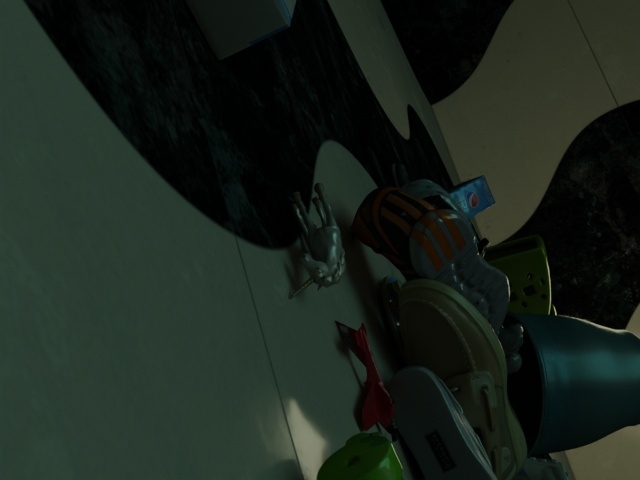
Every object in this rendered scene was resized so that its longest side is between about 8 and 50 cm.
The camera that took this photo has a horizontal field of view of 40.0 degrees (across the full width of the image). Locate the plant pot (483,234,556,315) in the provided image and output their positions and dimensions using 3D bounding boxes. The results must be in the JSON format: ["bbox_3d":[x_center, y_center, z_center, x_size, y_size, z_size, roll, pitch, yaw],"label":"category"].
[{"bbox_3d":[0.417,0.124,1.994,0.227,0.228,0.207,-38,112,-76],"label":"plant pot"}]

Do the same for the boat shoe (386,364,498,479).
[{"bbox_3d":[0.161,0.276,1.065,0.268,0.096,0.088,61,17,11],"label":"boat shoe"}]

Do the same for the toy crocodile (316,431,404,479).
[{"bbox_3d":[0.030,0.243,0.626,0.115,0.105,0.340,63,10,-15],"label":"toy crocodile"}]

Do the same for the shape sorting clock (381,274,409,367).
[{"bbox_3d":[0.144,0.145,1.297,0.206,0.040,0.206,60,15,-28],"label":"shape sorting clock"}]

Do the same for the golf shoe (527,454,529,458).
[{"bbox_3d":[0.334,0.414,1.547,0.094,0.077,0.198,-99,171,-78],"label":"golf shoe"}]

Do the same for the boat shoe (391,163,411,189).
[{"bbox_3d":[0.208,-0.071,1.823,0.206,0.064,0.075,67,14,0],"label":"boat shoe"}]

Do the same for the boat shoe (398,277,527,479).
[{"bbox_3d":[0.181,0.207,1.160,0.110,0.121,0.341,-46,118,-41],"label":"boat shoe"}]

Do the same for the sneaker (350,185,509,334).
[{"bbox_3d":[0.155,0.029,1.258,0.180,0.124,0.321,38,-17,44],"label":"sneaker"}]

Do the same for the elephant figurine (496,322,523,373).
[{"bbox_3d":[0.256,0.119,1.532,0.186,0.169,0.240,75,10,-47],"label":"elephant figurine"}]

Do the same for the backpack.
[{"bbox_3d":[0.200,-0.019,1.601,0.182,0.152,0.115,55,2,-29],"label":"backpack"}]

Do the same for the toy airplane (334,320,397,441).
[{"bbox_3d":[0.058,0.154,0.985,0.151,0.028,0.151,-23,90,-78],"label":"toy airplane"}]

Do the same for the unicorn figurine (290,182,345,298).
[{"bbox_3d":[0.000,0.000,0.944,0.111,0.060,0.162,69,14,10],"label":"unicorn figurine"}]

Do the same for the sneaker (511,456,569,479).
[{"bbox_3d":[0.335,0.382,1.386,0.228,0.092,0.087,32,-21,43],"label":"sneaker"}]

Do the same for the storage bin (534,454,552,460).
[{"bbox_3d":[0.395,0.463,1.642,0.091,0.098,0.135,3,50,-55],"label":"storage bin"}]

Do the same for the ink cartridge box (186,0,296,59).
[{"bbox_3d":[-0.087,-0.279,0.991,0.090,0.092,0.143,62,16,-23],"label":"ink cartridge box"}]

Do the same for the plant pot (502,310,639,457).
[{"bbox_3d":[0.466,0.261,1.647,0.271,0.255,0.272,178,-90,-76],"label":"plant pot"}]

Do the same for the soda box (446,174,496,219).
[{"bbox_3d":[0.258,-0.063,1.766,0.210,0.071,0.067,-26,95,-41],"label":"soda box"}]
